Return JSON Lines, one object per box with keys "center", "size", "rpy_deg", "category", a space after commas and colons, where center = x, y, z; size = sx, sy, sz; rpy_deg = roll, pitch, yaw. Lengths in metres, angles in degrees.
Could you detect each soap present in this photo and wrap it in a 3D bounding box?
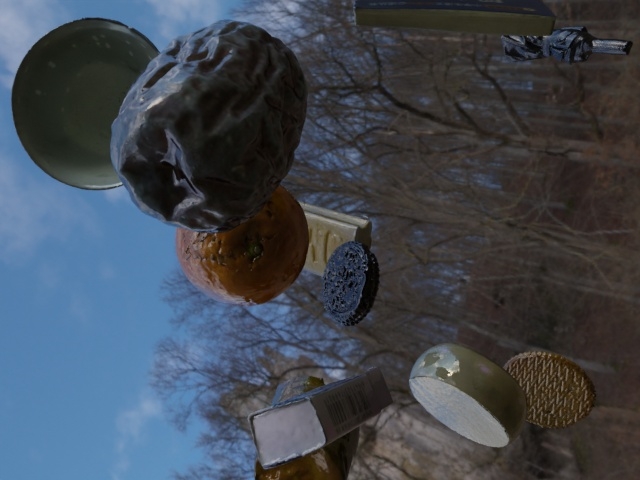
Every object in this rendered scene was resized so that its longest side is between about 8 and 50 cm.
{"center": [0.000, 0.000, 1.635], "size": [0.089, 0.274, 0.174], "rpy_deg": [-23, -59, -48], "category": "soap"}

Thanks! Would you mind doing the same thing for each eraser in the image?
{"center": [0.011, 0.286, 1.037], "size": [0.287, 0.130, 0.086], "rpy_deg": [4, -117, -62], "category": "eraser"}

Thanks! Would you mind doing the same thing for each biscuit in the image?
{"center": [0.610, 0.402, 1.683], "size": [0.035, 0.253, 0.254], "rpy_deg": [-46, -48, -50], "category": "biscuit"}
{"center": [0.066, 0.096, 1.396], "size": [0.053, 0.194, 0.195], "rpy_deg": [14, -88, -32], "category": "biscuit"}

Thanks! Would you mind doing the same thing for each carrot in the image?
{"center": [-0.028, 0.490, 1.534], "size": [0.341, 0.241, 0.242], "rpy_deg": [-66, -30, -62], "category": "carrot"}

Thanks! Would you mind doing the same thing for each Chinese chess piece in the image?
{"center": [0.308, 0.323, 1.303], "size": [0.097, 0.250, 0.251], "rpy_deg": [-49, -49, -25], "category": "Chinese chess piece"}

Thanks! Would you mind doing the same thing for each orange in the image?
{"center": [-0.142, -0.003, 1.135], "size": [0.246, 0.246, 0.246], "rpy_deg": [-15, -68, -42], "category": "orange"}

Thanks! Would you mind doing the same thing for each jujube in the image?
{"center": [-0.133, -0.158, 0.826], "size": [0.317, 0.225, 0.226], "rpy_deg": [-68, -36, -46], "category": "jujube"}

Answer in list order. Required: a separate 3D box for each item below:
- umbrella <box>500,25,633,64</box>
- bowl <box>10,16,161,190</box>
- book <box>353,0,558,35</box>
{"center": [0.597, -0.487, 1.532], "size": [0.118, 0.340, 0.118], "rpy_deg": [-14, -65, -33], "category": "umbrella"}
{"center": [-0.411, -0.251, 1.206], "size": [0.146, 0.313, 0.314], "rpy_deg": [-41, -36, -86], "category": "bowl"}
{"center": [0.218, -0.431, 1.090], "size": [0.428, 0.299, 0.039], "rpy_deg": [-79, -8, -58], "category": "book"}
